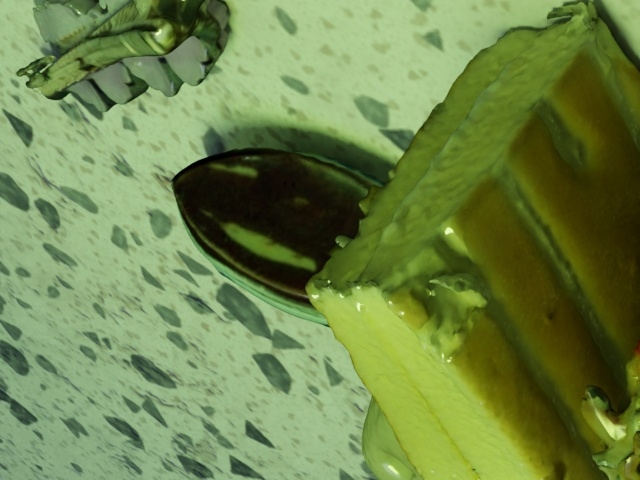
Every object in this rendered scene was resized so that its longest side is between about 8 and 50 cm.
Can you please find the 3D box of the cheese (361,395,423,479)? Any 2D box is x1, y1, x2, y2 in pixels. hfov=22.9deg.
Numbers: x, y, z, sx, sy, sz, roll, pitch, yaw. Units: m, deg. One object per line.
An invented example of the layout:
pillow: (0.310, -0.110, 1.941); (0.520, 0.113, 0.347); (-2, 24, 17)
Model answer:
cheese: (0.116, 0.139, 1.208); (0.159, 0.093, 0.263); (30, 151, 8)

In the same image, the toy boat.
toy boat: (0.000, 0.000, 1.140); (0.262, 0.114, 0.115); (22, 178, 24)

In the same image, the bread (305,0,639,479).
bread: (0.123, 0.028, 0.904); (0.111, 0.239, 0.246); (0, 132, 43)

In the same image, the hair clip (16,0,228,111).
hair clip: (-0.143, -0.141, 1.125); (0.106, 0.084, 0.292); (44, 155, -20)

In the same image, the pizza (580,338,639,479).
pizza: (0.230, 0.027, 0.819); (0.288, 0.251, 0.074); (50, -175, -10)
